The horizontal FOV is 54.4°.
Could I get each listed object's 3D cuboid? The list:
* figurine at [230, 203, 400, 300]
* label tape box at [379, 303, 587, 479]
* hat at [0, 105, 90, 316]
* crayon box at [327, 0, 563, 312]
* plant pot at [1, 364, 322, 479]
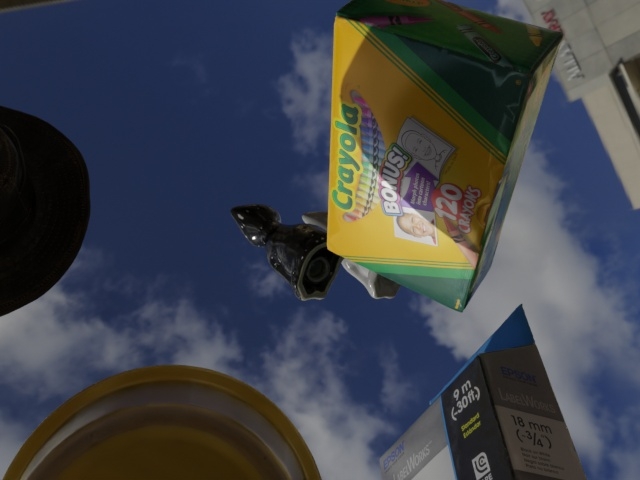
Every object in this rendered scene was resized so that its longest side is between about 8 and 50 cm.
[{"bbox_3d":[0.000,0.000,0.910,0.215,0.209,0.092,4,-69,-38],"label":"figurine"},{"bbox_3d":[0.171,0.256,0.724,0.106,0.240,0.333,17,-142,-17],"label":"label tape box"},{"bbox_3d":[-0.430,-0.066,0.680,0.332,0.134,0.331,4,-116,-9],"label":"hat"},{"bbox_3d":[0.097,-0.076,0.584,0.165,0.278,0.081,25,-130,22],"label":"crayon box"},{"bbox_3d":[-0.108,0.205,0.426,0.254,0.239,0.253,4,-109,-11],"label":"plant pot"}]
